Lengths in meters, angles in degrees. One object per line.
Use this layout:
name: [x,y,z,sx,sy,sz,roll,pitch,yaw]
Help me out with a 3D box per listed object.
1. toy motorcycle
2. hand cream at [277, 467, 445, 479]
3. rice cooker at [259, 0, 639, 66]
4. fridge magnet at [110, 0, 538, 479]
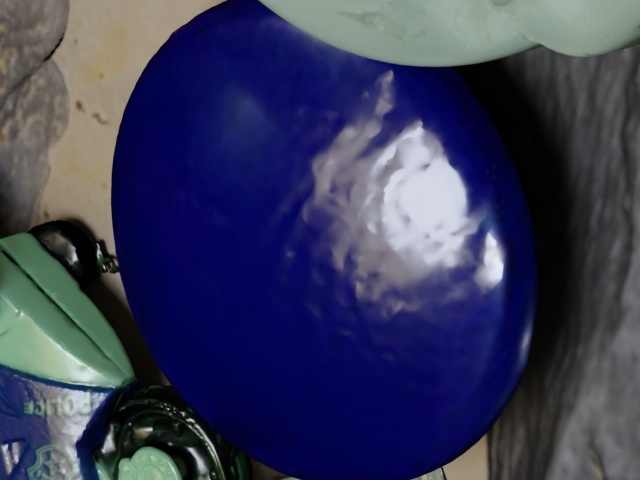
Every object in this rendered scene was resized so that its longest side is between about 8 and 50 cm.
toy motorcycle: [-0.182,0.098,1.201,0.331,0.125,0.196,37,123,21]
hand cream: [0.005,0.157,1.139,0.165,0.037,0.057,-13,96,33]
rice cooker: [0.085,-0.213,0.785,0.288,0.277,0.288,14,115,33]
fridge magnet: [0.000,0.000,1.030,0.265,0.112,0.265,13,112,35]
